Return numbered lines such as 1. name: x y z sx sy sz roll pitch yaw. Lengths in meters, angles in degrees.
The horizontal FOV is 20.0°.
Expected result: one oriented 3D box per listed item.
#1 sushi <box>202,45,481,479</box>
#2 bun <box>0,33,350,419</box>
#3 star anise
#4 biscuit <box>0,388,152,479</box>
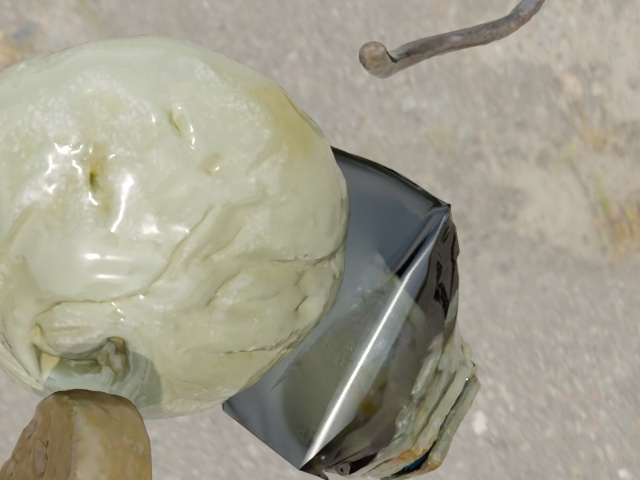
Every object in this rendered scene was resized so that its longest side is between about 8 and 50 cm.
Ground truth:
1. sushi: -0.016 0.010 0.900 0.134 0.109 0.273 -56 43 3
2. bun: -0.072 0.010 0.706 0.183 0.183 0.102 -13 47 11
3. star anise: 0.127 -0.130 0.925 0.148 0.218 0.227 7 66 40
4. biscuit: -0.079 0.200 0.531 0.183 0.047 0.319 -35 49 44
